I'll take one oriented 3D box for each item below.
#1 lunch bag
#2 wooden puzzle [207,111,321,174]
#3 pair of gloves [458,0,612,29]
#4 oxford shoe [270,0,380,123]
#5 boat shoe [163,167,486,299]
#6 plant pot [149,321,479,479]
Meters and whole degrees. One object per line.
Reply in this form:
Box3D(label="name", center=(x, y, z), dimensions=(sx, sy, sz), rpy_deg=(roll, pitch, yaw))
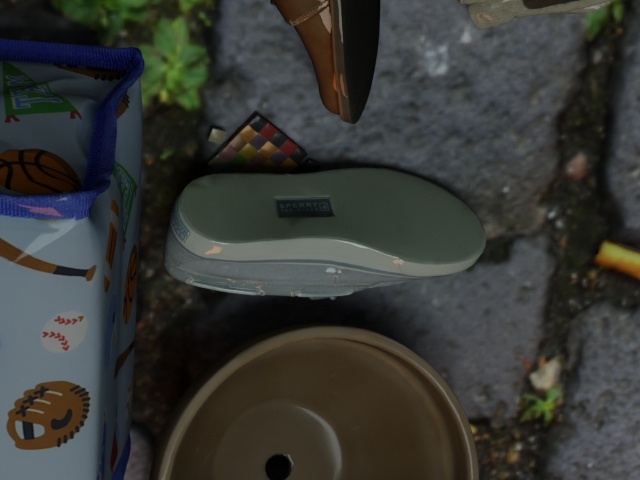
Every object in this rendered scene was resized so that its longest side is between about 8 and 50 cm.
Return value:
Box3D(label="lunch bag", center=(-0.315, 0.047, 1.186), dimensions=(0.385, 0.239, 0.328), rpy_deg=(7, 120, 1))
Box3D(label="wooden puzzle", center=(-0.042, -0.056, 1.314), dimensions=(0.049, 0.006, 0.083), rpy_deg=(-44, 121, 14))
Box3D(label="pair of gloves", center=(0.159, -0.248, 1.212), dimensions=(0.204, 0.042, 0.240), rpy_deg=(-18, 127, 9))
Box3D(label="oxford shoe", center=(-0.008, -0.169, 1.230), dimensions=(0.076, 0.076, 0.212), rpy_deg=(2, 128, 21))
Box3D(label="boat shoe", center=(0.000, 0.001, 1.326), dimensions=(0.227, 0.079, 0.081), rpy_deg=(3, 146, -21))
Box3D(label="plant pot", center=(-0.016, 0.171, 1.374), dimensions=(0.237, 0.110, 0.237), rpy_deg=(-2, 96, -20))
